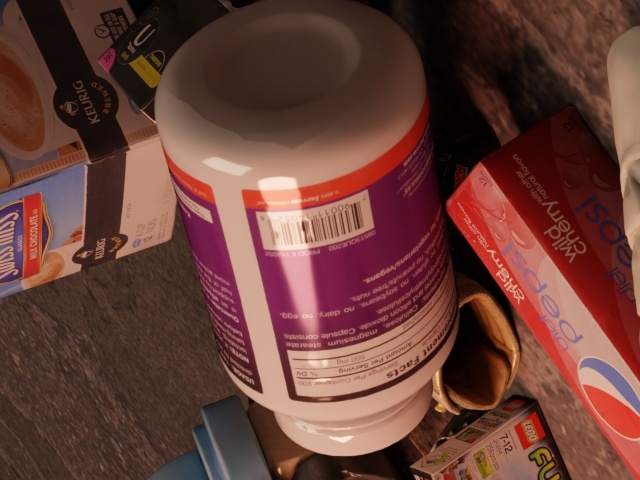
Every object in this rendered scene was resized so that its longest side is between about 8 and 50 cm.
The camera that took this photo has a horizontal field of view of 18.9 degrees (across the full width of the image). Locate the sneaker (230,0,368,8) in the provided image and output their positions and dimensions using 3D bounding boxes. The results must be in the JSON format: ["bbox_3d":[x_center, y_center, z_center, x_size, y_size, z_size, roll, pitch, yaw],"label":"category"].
[{"bbox_3d":[-0.001,-0.186,1.393,0.104,0.095,0.236,56,164,-9],"label":"sneaker"}]

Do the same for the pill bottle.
[{"bbox_3d":[0.000,0.000,1.354,0.181,0.181,0.323,39,152,40],"label":"pill bottle"}]

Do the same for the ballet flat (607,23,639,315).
[{"bbox_3d":[0.263,0.052,1.082,0.400,0.139,0.139,54,158,12],"label":"ballet flat"}]

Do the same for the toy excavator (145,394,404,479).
[{"bbox_3d":[-0.121,0.368,1.826,0.222,0.445,0.433,-116,9,-58],"label":"toy excavator"}]

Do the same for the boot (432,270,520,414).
[{"bbox_3d":[0.073,0.093,1.592,0.203,0.095,0.262,38,145,39],"label":"boot"}]

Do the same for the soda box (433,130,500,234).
[{"bbox_3d":[0.077,-0.047,1.448,0.169,0.053,0.060,9,127,61],"label":"soda box"}]

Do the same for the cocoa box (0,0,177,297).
[{"bbox_3d":[-0.299,-0.154,1.787,0.347,0.228,0.231,63,161,20],"label":"cocoa box"}]

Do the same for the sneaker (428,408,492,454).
[{"bbox_3d":[0.115,0.254,1.637,0.106,0.078,0.234,21,-104,-86],"label":"sneaker"}]

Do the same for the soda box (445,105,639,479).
[{"bbox_3d":[0.197,0.047,1.278,0.263,0.083,0.092,54,158,8],"label":"soda box"}]

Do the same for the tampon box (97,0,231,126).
[{"bbox_3d":[-0.070,-0.106,1.476,0.161,0.101,0.120,42,-178,-32],"label":"tampon box"}]

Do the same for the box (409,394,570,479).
[{"bbox_3d":[0.162,0.243,1.569,0.036,0.114,0.207,11,130,61],"label":"box"}]
